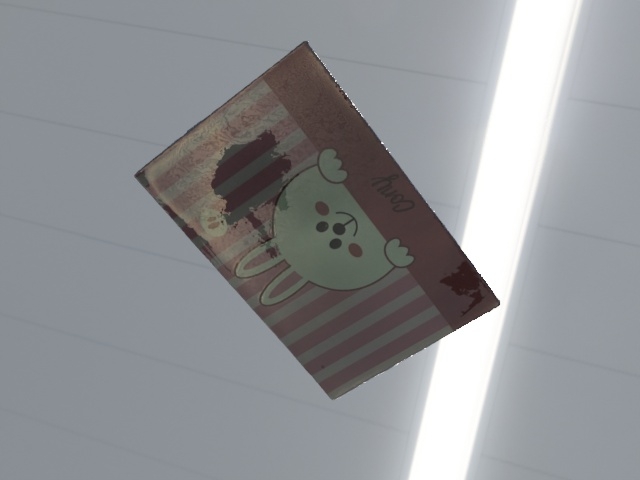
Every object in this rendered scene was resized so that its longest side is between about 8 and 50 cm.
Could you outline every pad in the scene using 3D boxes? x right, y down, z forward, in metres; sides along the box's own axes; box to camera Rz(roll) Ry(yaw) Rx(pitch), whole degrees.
[{"bbox_3d":[0.000,0.000,0.613,0.202,0.005,0.299,-34,-74,17],"label":"pad"}]
